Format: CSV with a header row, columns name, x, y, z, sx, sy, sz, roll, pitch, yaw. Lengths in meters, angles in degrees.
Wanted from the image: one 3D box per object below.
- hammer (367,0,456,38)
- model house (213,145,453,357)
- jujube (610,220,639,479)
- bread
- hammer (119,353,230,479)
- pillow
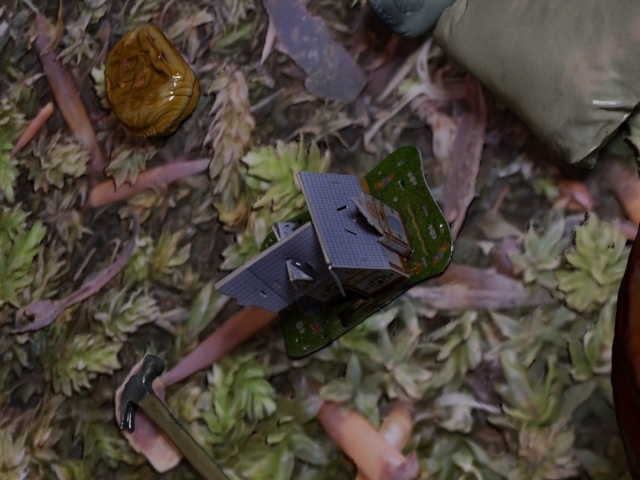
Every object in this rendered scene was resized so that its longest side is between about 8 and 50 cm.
name,x,y,z,sx,sy,sz,roll,pitch,yaw
hammer,0.066,-0.252,1.104,0.116,0.069,0.194,-41,50,20
model house,0.000,0.000,1.049,0.167,0.088,0.117,-31,59,25
jujube,0.300,0.107,0.682,0.276,0.276,0.377,-40,59,19
bread,-0.151,-0.137,1.239,0.083,0.044,0.111,-50,50,17
hammer,-0.104,0.167,1.118,0.182,0.017,0.062,43,102,37
pillow,0.170,-0.143,0.980,0.134,0.078,0.181,-52,55,15
